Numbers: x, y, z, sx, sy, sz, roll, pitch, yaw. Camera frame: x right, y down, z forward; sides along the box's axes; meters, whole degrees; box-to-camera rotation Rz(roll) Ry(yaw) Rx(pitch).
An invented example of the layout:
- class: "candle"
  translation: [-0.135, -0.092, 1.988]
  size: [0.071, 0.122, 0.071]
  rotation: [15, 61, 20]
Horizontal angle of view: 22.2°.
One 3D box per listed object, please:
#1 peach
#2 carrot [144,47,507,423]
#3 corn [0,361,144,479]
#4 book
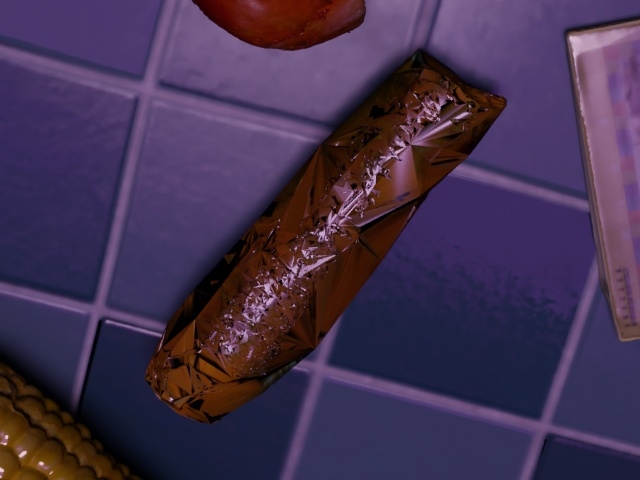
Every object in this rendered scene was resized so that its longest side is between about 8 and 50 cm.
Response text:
- class: "peach"
  translation: [-0.035, -0.162, 0.766]
  size: [0.093, 0.127, 0.172]
  rotation: [-12, 131, -3]
- class: "carrot"
  translation: [-0.001, -0.001, 0.826]
  size: [0.069, 0.069, 0.228]
  rotation: [40, 102, -9]
- class: "corn"
  translation: [-0.125, 0.178, 0.847]
  size: [0.130, 0.130, 0.347]
  rotation: [-40, 99, 12]
- class: "book"
  translation: [0.231, -0.043, 0.834]
  size: [0.192, 0.013, 0.167]
  rotation: [-11, 105, 4]
